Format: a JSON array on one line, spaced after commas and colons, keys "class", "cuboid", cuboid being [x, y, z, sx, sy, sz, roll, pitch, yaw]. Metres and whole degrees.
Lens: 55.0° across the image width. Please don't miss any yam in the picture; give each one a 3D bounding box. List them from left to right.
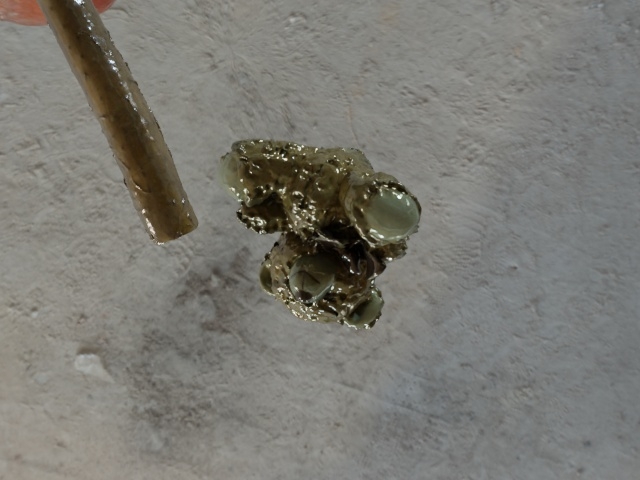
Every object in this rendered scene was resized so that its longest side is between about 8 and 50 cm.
[{"class": "yam", "cuboid": [-0.105, -0.067, 0.321, 0.032, 0.032, 0.145, -25, 96, 0]}]

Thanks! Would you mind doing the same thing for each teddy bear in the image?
[{"class": "teddy bear", "cuboid": [0.000, 0.000, 0.800, 0.267, 0.156, 0.255, 20, 119, 21]}]

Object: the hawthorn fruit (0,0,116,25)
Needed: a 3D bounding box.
[{"class": "hawthorn fruit", "cuboid": [-0.311, -0.353, 0.634, 0.242, 0.272, 0.241, -1, 94, -20]}]
